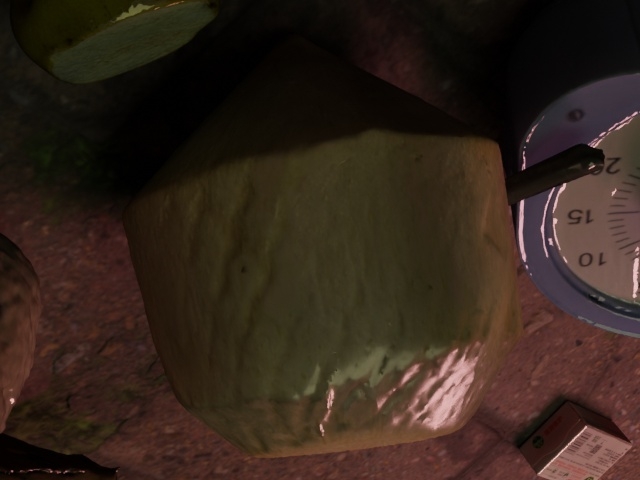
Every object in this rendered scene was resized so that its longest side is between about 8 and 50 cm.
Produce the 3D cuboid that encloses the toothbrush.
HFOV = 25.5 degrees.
[{"bbox_3d":[0.113,-0.020,1.199,0.297,0.031,0.030,-24,147,38],"label":"toothbrush"}]

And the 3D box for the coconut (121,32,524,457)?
[{"bbox_3d":[0.000,0.000,1.075,0.328,0.329,0.329,-19,138,-18],"label":"coconut"}]

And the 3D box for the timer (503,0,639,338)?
[{"bbox_3d":[0.348,-0.045,1.242,0.394,0.173,0.395,-1,137,-1],"label":"timer"}]

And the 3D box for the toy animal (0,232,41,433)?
[{"bbox_3d":[-0.344,0.078,0.938,0.358,0.227,0.188,3,162,-35],"label":"toy animal"}]

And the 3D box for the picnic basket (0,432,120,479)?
[{"bbox_3d":[-0.347,0.325,1.182,0.293,0.337,0.337,11,123,-50],"label":"picnic basket"}]

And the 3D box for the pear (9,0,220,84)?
[{"bbox_3d":[-0.138,-0.172,0.924,0.141,0.104,0.141,-19,171,-3],"label":"pear"}]

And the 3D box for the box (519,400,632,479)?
[{"bbox_3d":[0.309,0.250,1.709,0.089,0.043,0.125,-47,140,13],"label":"box"}]
